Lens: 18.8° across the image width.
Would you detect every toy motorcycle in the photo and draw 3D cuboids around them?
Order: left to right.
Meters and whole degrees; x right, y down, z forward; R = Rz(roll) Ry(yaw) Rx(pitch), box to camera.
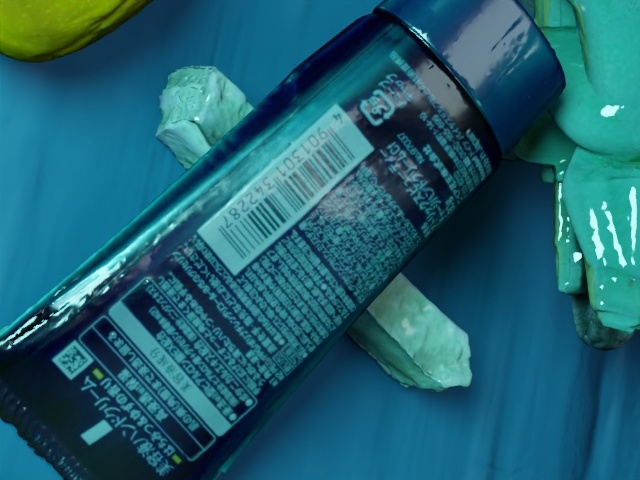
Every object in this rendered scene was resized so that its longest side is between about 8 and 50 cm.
[{"bbox_3d":[0.144,-0.099,0.906,0.198,0.109,0.296,105,-15,-83],"label":"toy motorcycle"}]

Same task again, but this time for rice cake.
[{"bbox_3d":[0.000,0.000,0.867,0.211,0.043,0.034,47,65,-33],"label":"rice cake"}]

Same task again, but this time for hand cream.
[{"bbox_3d":[-0.013,-0.001,0.797,0.270,0.061,0.120,-46,121,-12],"label":"hand cream"}]

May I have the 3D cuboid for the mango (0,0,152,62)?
[{"bbox_3d":[-0.084,-0.138,0.764,0.190,0.075,0.098,-50,138,-41],"label":"mango"}]
